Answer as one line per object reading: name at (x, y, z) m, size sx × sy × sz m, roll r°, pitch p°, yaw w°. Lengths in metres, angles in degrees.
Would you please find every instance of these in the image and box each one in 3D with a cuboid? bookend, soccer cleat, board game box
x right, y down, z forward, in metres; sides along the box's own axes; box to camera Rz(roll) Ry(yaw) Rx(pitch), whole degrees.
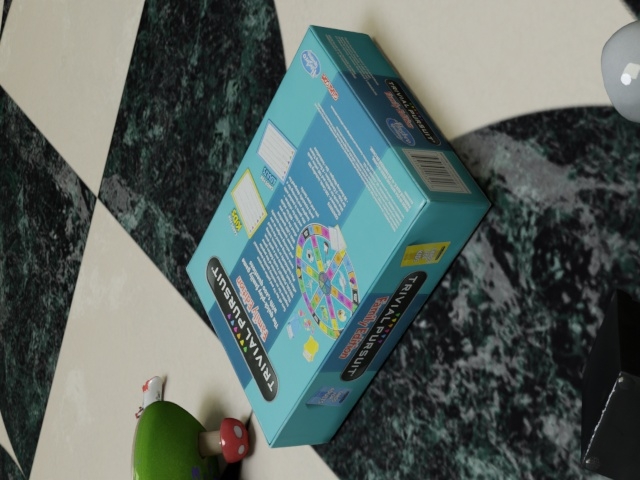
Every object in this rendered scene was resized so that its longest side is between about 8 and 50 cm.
bookend at (0.260, 0.114, 0.792) m, size 0.157 × 0.156 × 0.072 m, roll -56°, pitch -16°, yaw -69°
soccer cleat at (-0.214, 0.209, 1.512) m, size 0.035 × 0.029 × 0.083 m, roll 46°, pitch 128°, yaw 35°
board game box at (0.000, 0.000, 1.175) m, size 0.336 × 0.079 × 0.254 m, roll -60°, pitch 44°, yaw 34°

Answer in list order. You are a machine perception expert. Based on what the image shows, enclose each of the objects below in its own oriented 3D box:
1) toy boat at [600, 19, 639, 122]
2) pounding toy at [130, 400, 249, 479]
toy boat at (0.279, -0.021, 0.684) m, size 0.267 × 0.148 × 0.318 m, roll -46°, pitch 38°, yaw 11°
pounding toy at (-0.133, 0.280, 1.310) m, size 0.237 × 0.110 × 0.183 m, roll -80°, pitch -22°, yaw -60°
